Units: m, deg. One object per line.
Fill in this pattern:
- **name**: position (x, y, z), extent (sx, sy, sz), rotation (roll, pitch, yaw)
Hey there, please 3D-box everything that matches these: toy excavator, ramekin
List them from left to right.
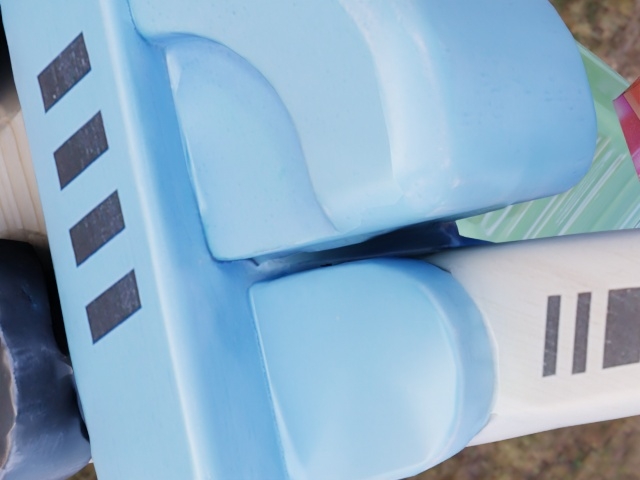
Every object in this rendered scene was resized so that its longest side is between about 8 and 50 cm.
- **toy excavator**: position (0.048, 0.012, 0.470), extent (0.445, 0.433, 0.222), rotation (-14, 178, 34)
- **ramekin**: position (0.107, -0.069, 0.957), extent (0.148, 0.303, 0.303), rotation (-55, 155, -2)

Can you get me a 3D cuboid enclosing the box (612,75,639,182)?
- **box**: position (0.327, -0.027, 0.684), extent (0.300, 0.154, 0.142), rotation (9, 144, -28)
